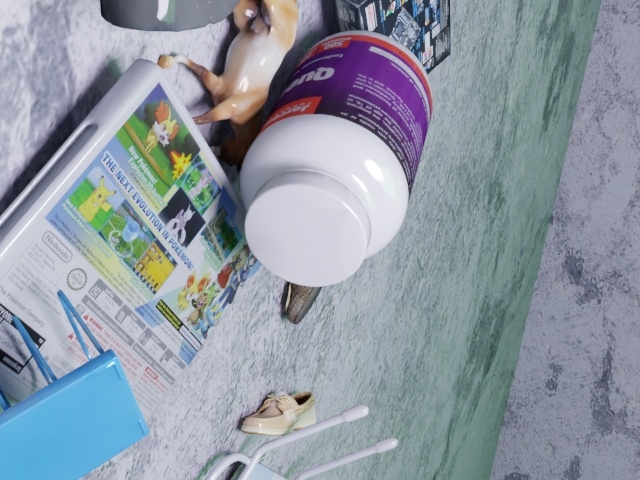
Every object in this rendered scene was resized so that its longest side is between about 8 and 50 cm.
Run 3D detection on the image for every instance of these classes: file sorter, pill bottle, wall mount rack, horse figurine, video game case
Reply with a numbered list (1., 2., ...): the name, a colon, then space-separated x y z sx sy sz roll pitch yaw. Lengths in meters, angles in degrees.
1. file sorter: -0.246 0.138 0.675 0.170 0.104 0.118 -31 143 -22
2. pill bottle: 0.020 -0.097 0.955 0.323 0.182 0.181 -69 161 -52
3. wall mount rack: -0.035 0.372 1.254 0.304 0.131 0.350 -57 153 -13
4. horse figurine: -0.086 -0.206 0.898 0.174 0.066 0.263 10 100 -57
5. video game case: -0.191 0.039 0.835 0.300 0.036 0.329 -55 149 -19

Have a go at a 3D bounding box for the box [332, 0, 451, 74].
1. box: 0.101 -0.286 1.132 0.175 0.051 0.220 -44 151 -18

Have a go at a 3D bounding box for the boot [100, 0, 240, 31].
1. boot: -0.121 -0.355 0.555 0.367 0.146 0.445 -49 157 -56

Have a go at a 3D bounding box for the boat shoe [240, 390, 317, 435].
1. boat shoe: -0.060 0.250 1.248 0.170 0.063 0.059 8 84 -63

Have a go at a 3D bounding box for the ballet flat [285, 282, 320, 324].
1. ballet flat: 0.000 0.000 1.220 0.084 0.058 0.249 15 98 -86
